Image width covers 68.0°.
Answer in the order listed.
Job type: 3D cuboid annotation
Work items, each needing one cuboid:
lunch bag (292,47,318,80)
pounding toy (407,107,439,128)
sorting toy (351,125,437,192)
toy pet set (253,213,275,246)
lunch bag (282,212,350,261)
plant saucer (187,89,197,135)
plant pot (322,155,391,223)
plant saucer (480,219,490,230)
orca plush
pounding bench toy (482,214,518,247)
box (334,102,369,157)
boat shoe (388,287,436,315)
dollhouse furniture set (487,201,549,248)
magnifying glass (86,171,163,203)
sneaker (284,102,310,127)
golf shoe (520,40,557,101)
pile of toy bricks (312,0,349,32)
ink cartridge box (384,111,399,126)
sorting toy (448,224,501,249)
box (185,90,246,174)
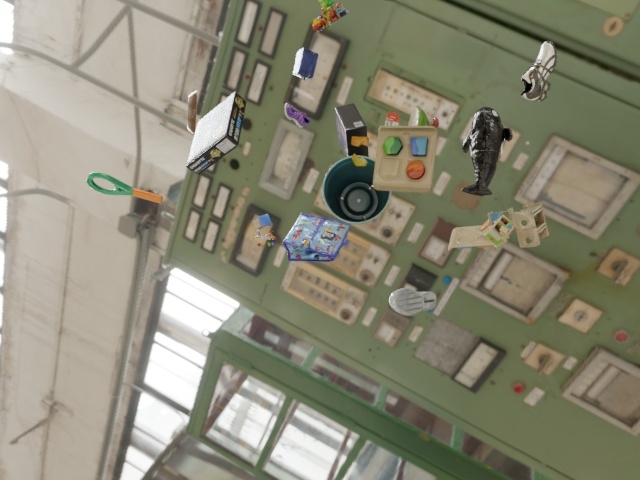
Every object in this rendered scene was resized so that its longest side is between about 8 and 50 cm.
[{"bbox_3d":[-0.047,-0.581,1.577,0.067,0.065,0.099,33,111,63],"label":"lunch bag"},{"bbox_3d":[0.436,-0.441,1.992,0.183,0.110,0.237,103,173,-54],"label":"pounding toy"},{"bbox_3d":[0.249,-0.291,1.680,0.041,0.307,0.229,-1,-84,-68],"label":"sorting toy"},{"bbox_3d":[-0.208,-0.041,1.870,0.065,0.114,0.122,-24,-8,24],"label":"toy pet set"},{"bbox_3d":[0.000,0.000,2.318,0.138,0.293,0.221,74,-146,-42],"label":"lunch bag"},{"bbox_3d":[-0.560,-0.557,2.067,0.198,0.036,0.199,-177,90,-75],"label":"plant saucer"},{"bbox_3d":[0.154,-0.189,1.981,0.272,0.271,0.255,-63,-8,-2],"label":"plant pot"},{"bbox_3d":[0.665,-0.070,1.885,0.083,0.013,0.083,-45,-6,-6],"label":"plant saucer"},{"bbox_3d":[0.464,-0.280,1.401,0.102,0.151,0.287,27,-99,-44],"label":"orca plush"},{"bbox_3d":[0.483,-0.031,1.251,0.065,0.052,0.083,-44,-8,-19],"label":"pounding bench toy"},{"bbox_3d":[0.142,-0.482,2.159,0.261,0.103,0.184,-104,1,-52],"label":"box"},{"bbox_3d":[0.364,0.254,1.946,0.302,0.094,0.109,9,-104,-45],"label":"boat shoe"},{"bbox_3d":[0.682,-0.044,1.672,0.129,0.183,0.129,-22,-82,-48],"label":"dollhouse furniture set"},{"bbox_3d":[-0.617,-0.160,1.498,0.092,0.230,0.026,123,158,-57],"label":"magnifying glass"},{"bbox_3d":[-0.108,-0.604,2.259,0.170,0.071,0.068,26,-117,-50],"label":"sneaker"},{"bbox_3d":[0.742,-0.579,1.620,0.077,0.093,0.198,-117,30,-73],"label":"golf shoe"},{"bbox_3d":[0.027,-0.840,1.716,0.118,0.105,0.212,-21,23,34],"label":"pile of toy bricks"},{"bbox_3d":[0.357,-0.588,2.373,0.029,0.062,0.115,153,132,-85],"label":"ink cartridge box"},{"bbox_3d":[0.631,-0.013,1.926,0.193,0.208,0.038,-51,-53,-58],"label":"sorting toy"},{"bbox_3d":[-0.304,-0.317,1.398,0.175,0.051,0.220,-27,43,30],"label":"box"}]
